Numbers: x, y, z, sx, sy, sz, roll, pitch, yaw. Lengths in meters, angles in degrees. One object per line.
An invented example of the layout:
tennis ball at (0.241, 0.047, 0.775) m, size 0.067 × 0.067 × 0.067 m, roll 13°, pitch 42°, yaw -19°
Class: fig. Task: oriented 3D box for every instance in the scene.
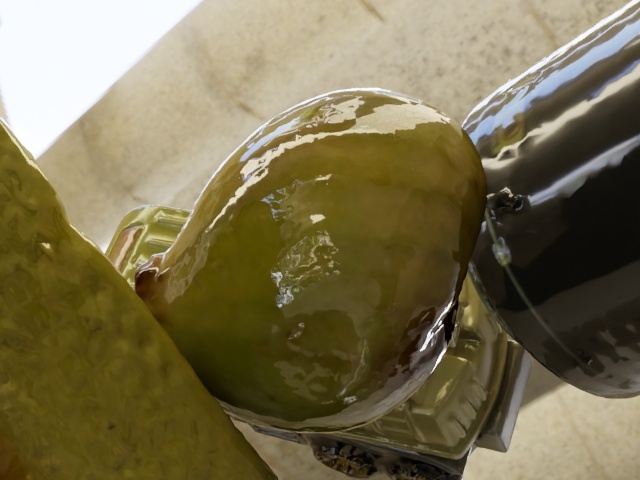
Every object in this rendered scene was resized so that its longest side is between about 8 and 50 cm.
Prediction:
fig at (0.005, 0.009, 0.430) m, size 0.120 × 0.153 × 0.136 m, roll 39°, pitch 164°, yaw 6°

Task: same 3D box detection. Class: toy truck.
toy truck at (-0.025, 0.084, 0.936) m, size 0.181 × 0.405 × 0.254 m, roll -66°, pitch -29°, yaw -27°

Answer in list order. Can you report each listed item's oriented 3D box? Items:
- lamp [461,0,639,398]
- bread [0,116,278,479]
lamp at (0.199, -0.039, 0.563) m, size 0.374 × 0.272 × 0.205 m, roll 37°, pitch -136°, yaw -46°
bread at (-0.172, 0.109, 0.369) m, size 0.233 × 0.245 × 0.362 m, roll -39°, pitch -79°, yaw -48°
